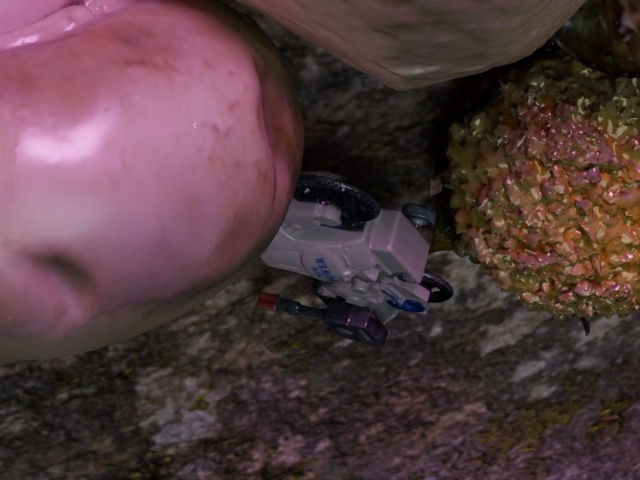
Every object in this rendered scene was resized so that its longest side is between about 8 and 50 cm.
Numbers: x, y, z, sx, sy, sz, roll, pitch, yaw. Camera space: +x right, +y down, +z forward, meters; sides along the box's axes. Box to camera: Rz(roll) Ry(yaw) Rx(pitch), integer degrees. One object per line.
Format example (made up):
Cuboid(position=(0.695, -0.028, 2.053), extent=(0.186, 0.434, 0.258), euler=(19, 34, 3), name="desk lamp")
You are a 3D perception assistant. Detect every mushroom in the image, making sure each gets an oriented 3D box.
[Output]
Cuboid(position=(-0.194, -0.060, 0.916), extent=(0.356, 0.315, 0.315), euler=(27, 119, 4), name="mushroom")

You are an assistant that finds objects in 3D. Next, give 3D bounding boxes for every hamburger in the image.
Cuboid(position=(0.199, -0.043, 1.096), extent=(0.262, 0.138, 0.243), euler=(0, 124, -10), name="hamburger")

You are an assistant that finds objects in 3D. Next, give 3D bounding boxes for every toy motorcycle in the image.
Cuboid(position=(0.000, 0.000, 1.086), extent=(0.150, 0.102, 0.221), euler=(5, 159, 27), name="toy motorcycle")

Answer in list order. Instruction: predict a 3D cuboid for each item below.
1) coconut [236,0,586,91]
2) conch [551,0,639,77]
Cuboid(position=(0.026, -0.245, 0.834), extent=(0.329, 0.329, 0.328), euler=(-6, 126, -8), name="coconut")
Cuboid(position=(0.208, -0.187, 0.967), extent=(0.187, 0.181, 0.124), euler=(-46, 111, -2), name="conch")
